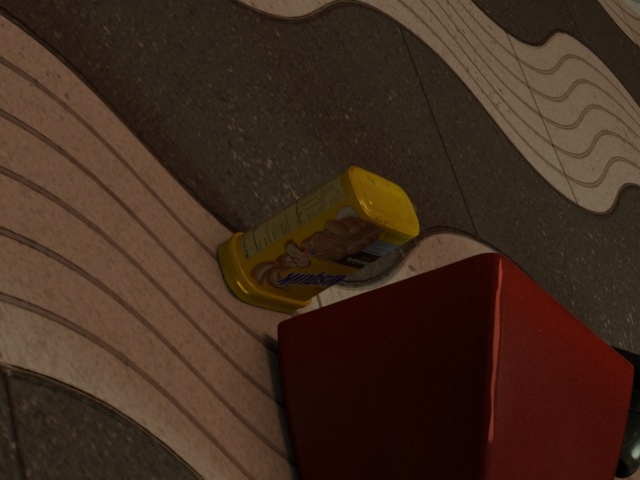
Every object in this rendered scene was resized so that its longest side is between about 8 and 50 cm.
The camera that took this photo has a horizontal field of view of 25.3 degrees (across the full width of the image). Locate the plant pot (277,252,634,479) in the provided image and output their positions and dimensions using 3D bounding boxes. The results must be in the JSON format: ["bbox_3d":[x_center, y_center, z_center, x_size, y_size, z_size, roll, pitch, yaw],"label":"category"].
[{"bbox_3d":[0.127,0.203,1.372,0.267,0.267,0.235,38,45,-38],"label":"plant pot"}]

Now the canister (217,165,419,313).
[{"bbox_3d":[0.000,0.000,1.438,0.126,0.170,0.073,19,46,-54],"label":"canister"}]

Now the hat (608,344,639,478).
[{"bbox_3d":[0.386,0.237,1.884,0.331,0.331,0.134,34,74,-42],"label":"hat"}]
